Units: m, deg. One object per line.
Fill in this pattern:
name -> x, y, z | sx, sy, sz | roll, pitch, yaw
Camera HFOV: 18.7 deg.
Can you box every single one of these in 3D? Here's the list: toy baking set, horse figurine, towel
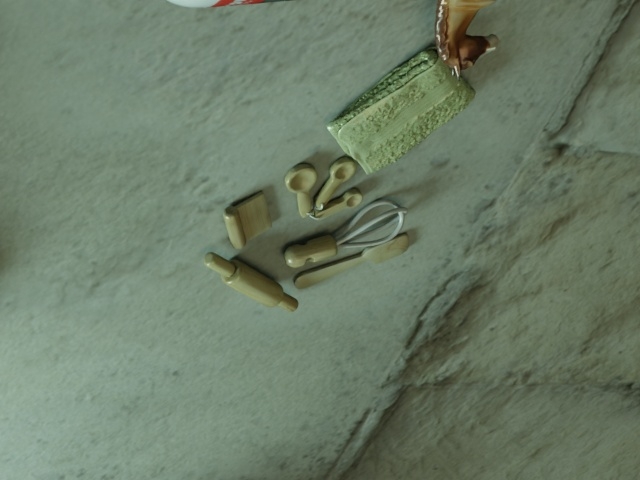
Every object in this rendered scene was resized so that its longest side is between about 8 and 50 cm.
toy baking set -> -0.006, 0.004, 2.138 | 0.197, 0.030, 0.256 | -38, 141, 11
horse figurine -> 0.156, -0.292, 1.882 | 0.174, 0.066, 0.263 | -34, 145, -3
towel -> 0.087, -0.135, 2.044 | 0.148, 0.027, 0.110 | -37, 143, 9

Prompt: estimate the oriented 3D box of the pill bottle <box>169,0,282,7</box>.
pill bottle -> -0.046, -0.303, 1.621 | 0.363, 0.210, 0.210 | -8, 138, -25
